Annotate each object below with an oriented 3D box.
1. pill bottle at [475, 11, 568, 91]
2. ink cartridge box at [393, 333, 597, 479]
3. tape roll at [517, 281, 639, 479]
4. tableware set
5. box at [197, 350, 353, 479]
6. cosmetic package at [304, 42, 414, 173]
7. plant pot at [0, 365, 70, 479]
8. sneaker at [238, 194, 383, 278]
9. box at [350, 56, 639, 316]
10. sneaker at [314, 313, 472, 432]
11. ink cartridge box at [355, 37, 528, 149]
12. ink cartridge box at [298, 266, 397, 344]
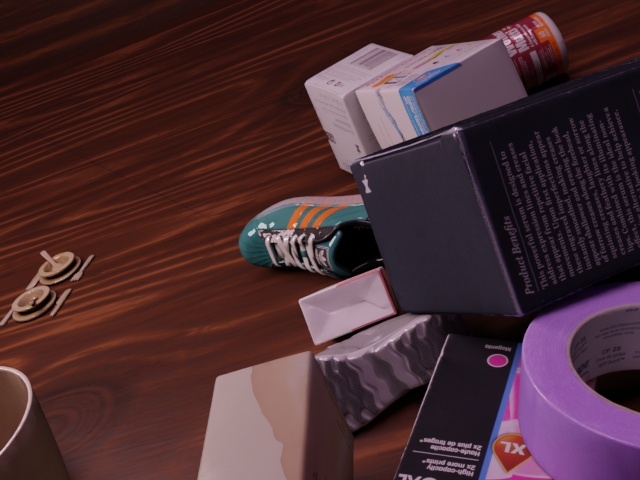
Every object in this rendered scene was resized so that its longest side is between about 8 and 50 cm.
[{"bbox_3d":[0.317,-0.307,1.936,0.221,0.121,0.121,-26,28,-2],"label":"pill bottle"},{"bbox_3d":[0.176,0.232,1.114,0.175,0.069,0.371,6,34,17],"label":"ink cartridge box"},{"bbox_3d":[0.337,0.151,1.084,0.274,0.090,0.275,-3,31,2],"label":"tape roll"},{"bbox_3d":[-0.512,0.077,2.020,0.128,0.039,0.194,-11,31,24],"label":"tableware set"},{"bbox_3d":[-0.045,0.271,1.108,0.121,0.148,0.311,-17,31,12],"label":"box"},{"bbox_3d":[0.095,-0.219,1.893,0.151,0.184,0.151,-32,28,-15],"label":"cosmetic package"},{"bbox_3d":[-0.375,0.329,1.231,0.256,0.274,0.256,-19,28,11],"label":"plant pot"},{"bbox_3d":[0.000,0.000,1.675,0.302,0.108,0.121,-10,27,22],"label":"sneaker"},{"bbox_3d":[0.289,-0.075,1.302,0.395,0.212,0.293,-21,5,-19],"label":"box"},{"bbox_3d":[0.058,0.168,1.387,0.281,0.105,0.115,-21,6,3],"label":"sneaker"},{"bbox_3d":[0.196,-0.202,1.712,0.171,0.168,0.232,-31,16,-14],"label":"ink cartridge box"},{"bbox_3d":[0.043,0.087,1.488,0.115,0.067,0.198,-22,-2,5],"label":"ink cartridge box"}]
